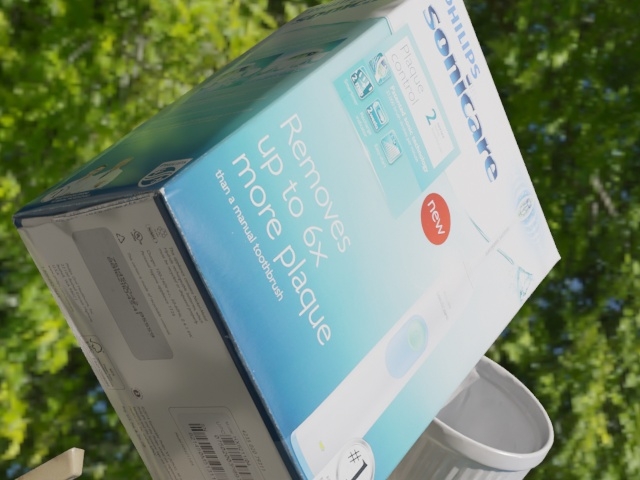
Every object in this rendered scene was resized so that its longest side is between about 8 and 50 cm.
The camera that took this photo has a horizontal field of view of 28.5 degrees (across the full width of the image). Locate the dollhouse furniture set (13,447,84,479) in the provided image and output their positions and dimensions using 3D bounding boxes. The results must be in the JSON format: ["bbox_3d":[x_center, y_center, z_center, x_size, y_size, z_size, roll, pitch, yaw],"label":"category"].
[{"bbox_3d":[-0.260,0.189,1.083,0.081,0.114,0.091,61,0,15],"label":"dollhouse furniture set"}]

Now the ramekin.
[{"bbox_3d":[0.142,0.208,1.391,0.207,0.207,0.109,49,-59,41],"label":"ramekin"}]

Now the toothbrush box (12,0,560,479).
[{"bbox_3d":[0.000,0.000,0.749,0.126,0.295,0.216,-7,-65,40],"label":"toothbrush box"}]
